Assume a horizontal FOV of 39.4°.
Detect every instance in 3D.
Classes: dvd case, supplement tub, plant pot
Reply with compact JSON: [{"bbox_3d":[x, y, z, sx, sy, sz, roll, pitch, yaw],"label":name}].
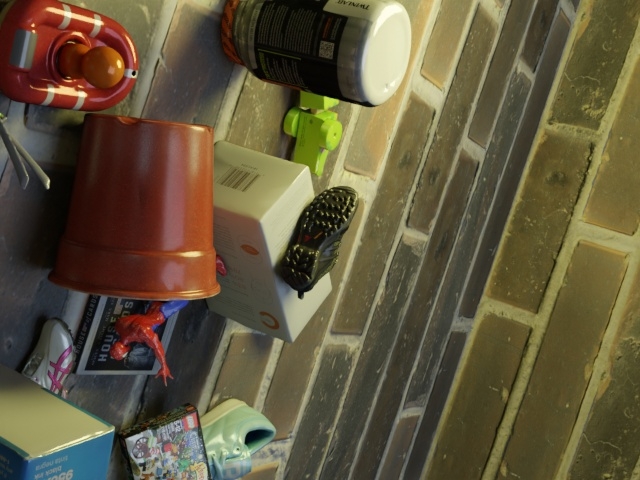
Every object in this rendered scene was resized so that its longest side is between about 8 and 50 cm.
[{"bbox_3d":[-0.352,0.161,1.649,0.239,0.030,0.179,16,92,-63],"label":"dvd case"},{"bbox_3d":[-0.012,-0.365,1.624,0.193,0.316,0.193,-41,140,-46],"label":"supplement tub"},{"bbox_3d":[-0.281,-0.061,1.416,0.272,0.273,0.264,-4,102,-60],"label":"plant pot"}]

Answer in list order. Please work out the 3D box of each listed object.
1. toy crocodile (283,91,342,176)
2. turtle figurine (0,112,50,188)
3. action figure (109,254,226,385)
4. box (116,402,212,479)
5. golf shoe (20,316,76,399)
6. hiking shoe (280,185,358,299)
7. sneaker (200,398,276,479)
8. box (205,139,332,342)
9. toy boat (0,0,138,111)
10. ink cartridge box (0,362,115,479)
[{"bbox_3d":[-0.002,-0.302,1.899,0.105,0.115,0.340,-30,132,-52],"label":"toy crocodile"},{"bbox_3d":[-0.418,-0.199,1.099,0.198,0.275,0.266,5,94,-77],"label":"turtle figurine"},{"bbox_3d":[-0.278,0.151,1.644,0.280,0.092,0.139,-43,132,-42],"label":"action figure"},{"bbox_3d":[-0.304,0.462,1.790,0.159,0.044,0.233,-19,110,-30],"label":"box"},{"bbox_3d":[-0.453,0.217,1.460,0.086,0.068,0.186,-11,117,-57],"label":"golf shoe"},{"bbox_3d":[0.000,0.000,1.687,0.226,0.086,0.114,-57,163,-15],"label":"hiking shoe"},{"bbox_3d":[-0.231,0.469,1.932,0.366,0.150,0.135,-37,137,-47],"label":"sneaker"},{"bbox_3d":[-0.127,0.006,1.757,0.168,0.215,0.345,-51,147,-34],"label":"box"},{"bbox_3d":[-0.341,-0.255,1.273,0.231,0.151,0.150,-3,110,-61],"label":"toy boat"},{"bbox_3d":[-0.481,0.411,1.295,0.166,0.286,0.394,-10,116,-58],"label":"ink cartridge box"}]
